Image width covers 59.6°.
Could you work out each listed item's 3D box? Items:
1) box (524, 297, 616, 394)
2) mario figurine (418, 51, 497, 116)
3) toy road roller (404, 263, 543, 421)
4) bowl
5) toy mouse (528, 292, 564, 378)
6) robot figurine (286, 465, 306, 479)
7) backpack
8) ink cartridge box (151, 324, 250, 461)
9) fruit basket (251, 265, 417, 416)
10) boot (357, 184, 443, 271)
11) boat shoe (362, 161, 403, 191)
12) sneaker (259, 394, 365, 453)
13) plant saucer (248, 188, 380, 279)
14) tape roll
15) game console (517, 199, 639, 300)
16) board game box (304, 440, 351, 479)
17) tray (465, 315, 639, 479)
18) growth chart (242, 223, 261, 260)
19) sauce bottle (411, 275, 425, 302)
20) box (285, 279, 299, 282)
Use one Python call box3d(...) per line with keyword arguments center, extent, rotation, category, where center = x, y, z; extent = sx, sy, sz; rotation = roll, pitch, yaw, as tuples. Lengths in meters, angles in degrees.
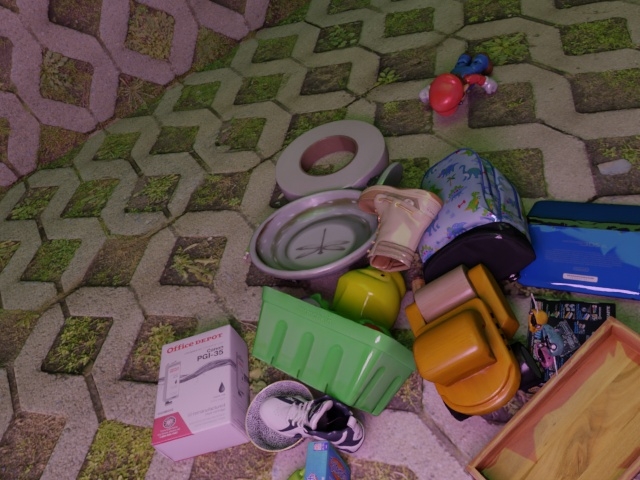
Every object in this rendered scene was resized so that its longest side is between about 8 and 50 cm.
box3d(center=(0.535, 0.229, 1.195), extent=(0.175, 0.051, 0.220), rotation=(1, 50, 26), category="box")
box3d(center=(0.471, -0.518, 1.921), extent=(0.320, 0.170, 0.198), rotation=(-47, 10, -35), category="mario figurine")
box3d(center=(0.285, 0.192, 1.151), extent=(0.203, 0.241, 0.329), rotation=(-34, 51, 21), category="toy road roller")
box3d(center=(-0.079, 0.416, 1.283), extent=(0.170, 0.080, 0.170), rotation=(-14, 44, 14), category="bowl")
box3d(center=(0.446, 0.203, 1.089), extent=(0.031, 0.160, 0.143), rotation=(-12, 44, 2), category="toy mouse")
box3d(center=(-0.050, 0.526, 1.161), extent=(0.115, 0.067, 0.101), rotation=(-50, 16, 6), category="robot figurine")
box3d(center=(0.376, -0.060, 1.410), extent=(0.290, 0.273, 0.355), rotation=(-38, 14, 43), category="backpack")
box3d(center=(-0.294, 0.375, 1.395), extent=(0.208, 0.117, 0.282), rotation=(-19, 44, 8), category="ink cartridge box")
box3d(center=(0.069, 0.183, 1.328), extent=(0.393, 0.283, 0.391), rotation=(-14, 60, 25), category="fruit basket")
box3d(center=(0.159, -0.029, 1.384), extent=(0.262, 0.095, 0.203), rotation=(10, 68, 49), category="boot")
box3d(center=(0.171, -0.159, 1.725), extent=(0.076, 0.080, 0.228), rotation=(21, 68, 36), category="boat shoe")
box3d(center=(-0.025, 0.357, 1.150), extent=(0.235, 0.153, 0.094), rotation=(19, 57, 19), category="sneaker")
box3d(center=(0.000, 0.000, 1.585), extent=(0.401, 0.100, 0.400), rotation=(-13, 34, 9), category="plant saucer")
box3d(center=(0.036, -0.261, 1.885), extent=(0.393, 0.072, 0.391), rotation=(-13, 44, 13), category="tape roll")
box3d(center=(0.653, 0.012, 1.367), extent=(0.293, 0.173, 0.249), rotation=(6, 83, 30), category="game console")
box3d(center=(0.012, 0.522, 1.082), extent=(0.047, 0.160, 0.210), rotation=(-10, 45, 17), category="board game box")
box3d(center=(0.489, 0.356, 1.032), extent=(0.411, 0.076, 0.203), rotation=(-44, 52, -5), category="tray")
box3d(center=(-0.116, -0.010, 1.751), extent=(0.238, 0.021, 0.171), rotation=(-4, 48, 19), category="growth chart")
box3d(center=(0.256, 0.150, 1.410), extent=(0.042, 0.042, 0.128), rotation=(-15, 46, 12), category="sauce bottle")
box3d(center=(-0.085, 0.088, 1.644), extent=(0.083, 0.018, 0.067), rotation=(11, 55, 33), category="box")
